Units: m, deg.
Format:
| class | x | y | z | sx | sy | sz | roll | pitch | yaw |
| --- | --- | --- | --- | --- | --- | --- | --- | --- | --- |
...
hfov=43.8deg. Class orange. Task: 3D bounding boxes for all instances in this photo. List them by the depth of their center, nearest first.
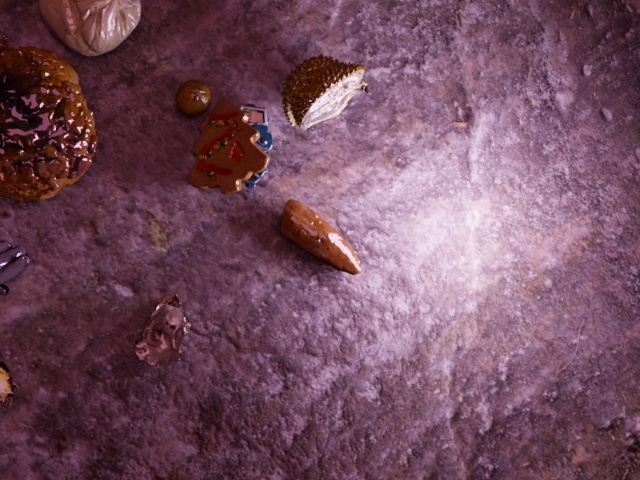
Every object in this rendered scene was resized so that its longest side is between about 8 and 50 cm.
| class | x | y | z | sx | sy | sz | roll | pitch | yaw |
| --- | --- | --- | --- | --- | --- | --- | --- | --- | --- |
| orange | -0.294 | -0.331 | 1.852 | 0.085 | 0.095 | 0.085 | 1 | 88 | -21 |

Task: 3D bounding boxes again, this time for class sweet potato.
| class | x | y | z | sx | sy | sz | roll | pitch | yaw |
| --- | --- | --- | --- | --- | --- | --- | --- | --- | --- |
| sweet potato | 0.000 | 0.000 | 1.914 | 0.251 | 0.097 | 0.097 | 39 | 74 | -15 |

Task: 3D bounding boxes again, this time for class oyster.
| class | x | y | z | sx | sy | sz | roll | pitch | yaw |
| --- | --- | --- | --- | --- | --- | --- | --- | --- | --- |
| oyster | -0.344 | 0.205 | 1.797 | 0.108 | 0.053 | 0.166 | 20 | 86 | 13 |

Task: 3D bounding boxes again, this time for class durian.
| class | x | y | z | sx | sy | sz | roll | pitch | yaw |
| --- | --- | --- | --- | --- | --- | --- | --- | --- | --- |
| durian | 0.006 | -0.375 | 1.911 | 0.237 | 0.193 | 0.138 | -23 | 66 | -39 |

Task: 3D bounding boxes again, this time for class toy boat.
| class | x | y | z | sx | sy | sz | roll | pitch | yaw |
| --- | --- | --- | --- | --- | --- | --- | --- | --- | --- |
| toy boat | -0.160 | -0.227 | 1.879 | 0.088 | 0.102 | 0.215 | 4 | 83 | -15 |

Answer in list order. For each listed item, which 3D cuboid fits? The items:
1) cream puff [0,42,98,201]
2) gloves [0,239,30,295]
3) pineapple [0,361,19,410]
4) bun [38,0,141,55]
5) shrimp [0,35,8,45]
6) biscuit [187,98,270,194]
| class | x | y | z | sx | sy | sz | roll | pitch | yaw |
| --- | --- | --- | --- | --- | --- | --- | --- | --- | --- |
| cream puff | -0.623 | -0.257 | 1.672 | 0.327 | 0.231 | 0.343 | 23 | 78 | -10 |
| gloves | -0.757 | 0.066 | 1.667 | 0.285 | 0.119 | 0.142 | -14 | 119 | -22 |
| pineapple | -0.789 | 0.344 | 1.584 | 0.262 | 0.262 | 0.272 | 36 | 98 | -10 |
| bun | -0.513 | -0.538 | 1.785 | 0.229 | 0.145 | 0.230 | 1 | 86 | -20 |
| shrimp | -0.747 | -0.423 | 1.760 | 0.083 | 0.023 | 0.114 | 37 | 78 | -7 |
| biscuit | -0.220 | -0.221 | 1.840 | 0.212 | 0.041 | 0.239 | -15 | 72 | 24 |
